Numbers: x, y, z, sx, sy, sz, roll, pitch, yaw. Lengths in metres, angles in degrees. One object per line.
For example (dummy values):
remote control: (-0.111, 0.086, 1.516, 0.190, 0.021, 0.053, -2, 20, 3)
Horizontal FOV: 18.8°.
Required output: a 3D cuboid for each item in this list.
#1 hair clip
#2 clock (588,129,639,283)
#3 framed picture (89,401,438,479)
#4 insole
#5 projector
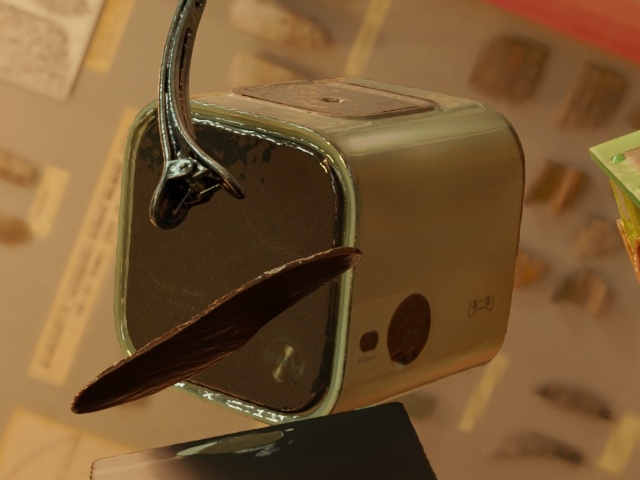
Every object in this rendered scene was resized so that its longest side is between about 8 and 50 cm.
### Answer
hair clip: (-0.100, -0.107, 1.419, 0.070, 0.039, 0.229, -23, 47, 15)
clock: (0.300, 0.052, 1.410, 0.220, 0.106, 0.255, -102, -7, -76)
framed picture: (-0.041, 0.181, 1.313, 0.324, 0.244, 0.013, -112, 12, -78)
insole: (-0.072, 0.061, 1.168, 0.328, 0.111, 0.007, -35, 73, 55)
projector: (0.000, 0.000, 1.628, 0.249, 0.248, 0.248, -13, -67, -51)
